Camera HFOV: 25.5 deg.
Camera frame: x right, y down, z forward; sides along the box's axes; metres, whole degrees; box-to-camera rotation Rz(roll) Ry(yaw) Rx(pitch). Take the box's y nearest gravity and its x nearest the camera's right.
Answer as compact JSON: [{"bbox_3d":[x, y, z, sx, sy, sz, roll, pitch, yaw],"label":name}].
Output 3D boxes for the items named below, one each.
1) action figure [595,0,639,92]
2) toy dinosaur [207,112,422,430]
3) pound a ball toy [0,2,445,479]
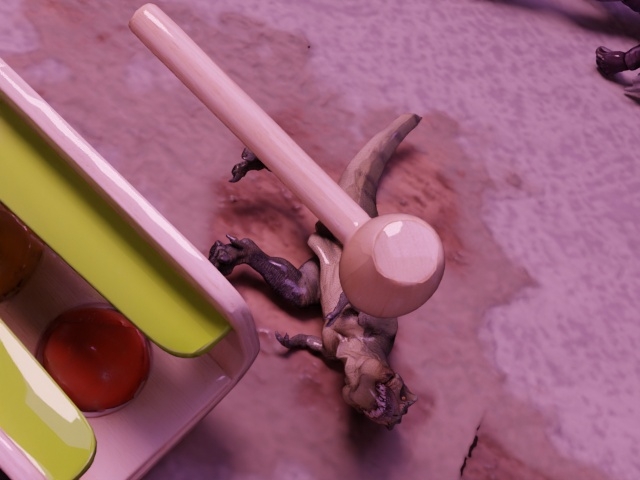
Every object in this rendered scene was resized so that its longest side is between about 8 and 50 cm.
[{"bbox_3d":[0.222,-0.205,1.077,0.285,0.099,0.185,23,37,-11],"label":"action figure"},{"bbox_3d":[0.000,0.000,0.804,0.118,0.064,0.268,22,42,-16],"label":"toy dinosaur"},{"bbox_3d":[-0.122,-0.015,0.678,0.319,0.136,0.208,43,77,12],"label":"pound a ball toy"}]
